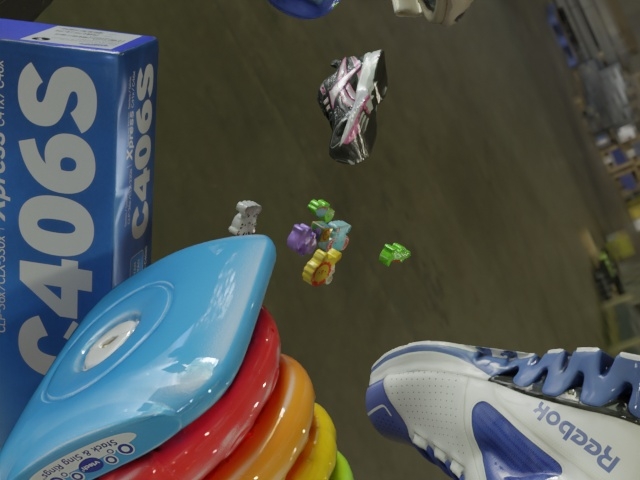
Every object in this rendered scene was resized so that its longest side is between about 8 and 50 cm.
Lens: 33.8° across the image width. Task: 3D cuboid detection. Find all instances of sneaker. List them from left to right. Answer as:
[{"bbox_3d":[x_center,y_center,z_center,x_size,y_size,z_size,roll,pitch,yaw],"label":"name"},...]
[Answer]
[{"bbox_3d":[0.030,-0.161,1.288,0.178,0.077,0.072,-71,155,-43],"label":"sneaker"},{"bbox_3d":[0.147,0.186,0.858,0.127,0.315,0.182,30,66,-33],"label":"sneaker"}]

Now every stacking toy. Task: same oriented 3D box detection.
[{"bbox_3d":[-0.031,0.165,0.628,0.302,0.175,0.166,52,26,-21],"label":"stacking toy"},{"bbox_3d":[0.000,0.000,1.479,0.167,0.052,0.221,32,22,32],"label":"stacking toy"}]

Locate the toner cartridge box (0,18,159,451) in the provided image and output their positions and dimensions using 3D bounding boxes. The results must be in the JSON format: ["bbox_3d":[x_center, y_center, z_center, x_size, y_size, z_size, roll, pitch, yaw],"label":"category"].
[{"bbox_3d":[-0.206,0.029,0.728,0.075,0.165,0.348,-54,151,-69],"label":"toner cartridge box"}]

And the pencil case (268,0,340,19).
[{"bbox_3d":[0.058,-0.333,1.110,0.133,0.306,0.119,13,73,-35],"label":"pencil case"}]

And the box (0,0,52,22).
[{"bbox_3d":[-0.592,-0.449,1.553,0.297,0.480,0.472,47,15,-4],"label":"box"}]

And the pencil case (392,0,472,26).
[{"bbox_3d":[0.238,-0.263,0.696,0.184,0.410,0.160,77,-4,-53],"label":"pencil case"}]
